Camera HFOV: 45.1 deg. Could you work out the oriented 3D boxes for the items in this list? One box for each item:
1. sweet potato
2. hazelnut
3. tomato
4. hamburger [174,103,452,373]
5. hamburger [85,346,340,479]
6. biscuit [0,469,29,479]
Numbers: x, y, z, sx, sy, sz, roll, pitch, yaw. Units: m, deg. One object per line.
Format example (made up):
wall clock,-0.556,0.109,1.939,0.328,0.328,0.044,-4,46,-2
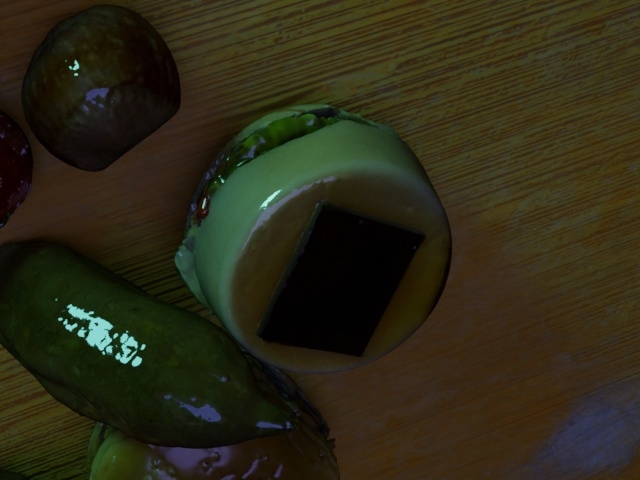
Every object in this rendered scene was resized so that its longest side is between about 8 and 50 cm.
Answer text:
sweet potato,-0.195,0.119,0.788,0.158,0.370,0.157,-41,143,-40
hazelnut,-0.212,-0.146,0.729,0.154,0.143,0.143,-34,121,19
tomato,-0.365,-0.068,0.741,0.159,0.091,0.139,-38,133,-29
hamburger,0.000,0.000,0.839,0.302,0.170,0.301,-9,120,-15
hamburger,-0.130,0.279,0.937,0.319,0.158,0.318,-7,116,-16
biscuit,-0.465,0.362,0.939,0.291,0.041,0.208,18,109,-23
